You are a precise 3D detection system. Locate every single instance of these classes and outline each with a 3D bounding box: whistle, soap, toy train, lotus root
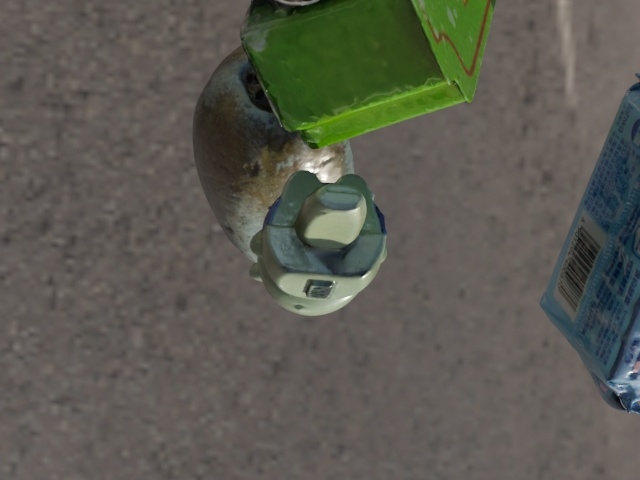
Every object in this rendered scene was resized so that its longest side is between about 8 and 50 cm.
[{"bbox_3d":[0.000,0.000,1.503,0.244,0.110,0.092,108,-13,-71],"label":"whistle"},{"bbox_3d":[0.283,0.001,1.661,0.077,0.156,0.293,7,119,-24],"label":"soap"},{"bbox_3d":[0.022,-0.215,1.423,0.307,0.173,0.249,-71,141,-58],"label":"toy train"},{"bbox_3d":[-0.042,-0.059,1.731,0.322,0.140,0.158,87,-4,-59],"label":"lotus root"}]
